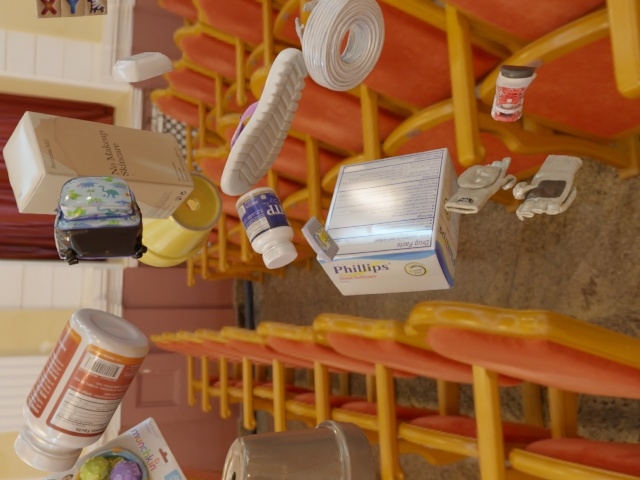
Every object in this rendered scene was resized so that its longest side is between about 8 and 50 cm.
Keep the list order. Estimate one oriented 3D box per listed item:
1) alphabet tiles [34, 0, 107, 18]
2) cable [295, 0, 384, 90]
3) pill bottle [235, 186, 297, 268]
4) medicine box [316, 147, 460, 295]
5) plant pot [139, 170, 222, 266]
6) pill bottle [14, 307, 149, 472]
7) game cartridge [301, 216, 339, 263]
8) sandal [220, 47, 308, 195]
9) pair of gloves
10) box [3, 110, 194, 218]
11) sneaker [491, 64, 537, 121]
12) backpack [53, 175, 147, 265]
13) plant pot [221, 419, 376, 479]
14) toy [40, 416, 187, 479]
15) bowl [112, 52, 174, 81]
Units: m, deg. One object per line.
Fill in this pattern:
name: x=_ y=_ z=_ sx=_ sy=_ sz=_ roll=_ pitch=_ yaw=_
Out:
alphabet tiles: x=-0.565 y=-0.672 z=1.415 sx=0.011 sy=0.285 sz=0.342 roll=45 pitch=137 yaw=33
cable: x=0.063 y=-0.513 z=1.604 sx=0.089 sy=0.257 sz=0.257 roll=32 pitch=151 yaw=33
pill bottle: x=-0.131 y=-0.029 z=1.581 sx=0.186 sy=0.112 sz=0.112 roll=65 pitch=149 yaw=19
medicine box: x=0.163 y=-0.040 z=1.406 sx=0.264 sy=0.149 sz=0.289 roll=-6 pitch=50 yaw=27
plant pot: x=-0.389 y=-0.072 z=1.690 sx=0.239 sy=0.254 sz=0.254 roll=-20 pitch=68 yaw=52
pill bottle: x=-0.349 y=0.217 z=0.911 sx=0.216 sy=0.121 sz=0.121 roll=-60 pitch=26 yaw=4
game cartridge: x=0.000 y=0.000 z=1.175 sx=0.017 sy=0.083 sz=0.056 roll=-30 pitch=14 yaw=36
sandal: x=-0.158 y=-0.310 z=1.655 sx=0.102 sy=0.169 sz=0.416 roll=27 pitch=89 yaw=28
pair of gloves: x=0.394 y=-0.106 z=1.274 sx=0.240 sy=0.204 sz=0.042 roll=3 pitch=129 yaw=30
box: x=-0.417 y=-0.134 z=1.205 sx=0.121 sy=0.311 sz=0.148 roll=-40 pitch=65 yaw=33
sneaker: x=0.495 y=-0.374 z=1.615 sx=0.270 sy=0.090 sz=0.145 roll=-54 pitch=-31 yaw=-70
backpack: x=-0.276 y=-0.034 z=0.783 sx=0.114 sy=0.105 sz=0.084 roll=-127 pitch=37 yaw=-55
plant pot: x=-0.055 y=0.455 z=1.160 sx=0.263 sy=0.229 sz=0.263 roll=-166 pitch=90 yaw=-70
toy: x=-0.332 y=0.370 z=0.928 sx=0.137 sy=0.237 sz=0.056 roll=50 pitch=158 yaw=27
bowl: x=-0.485 y=-0.475 z=1.709 sx=0.142 sy=0.142 sz=0.053 roll=17 pitch=126 yaw=43
